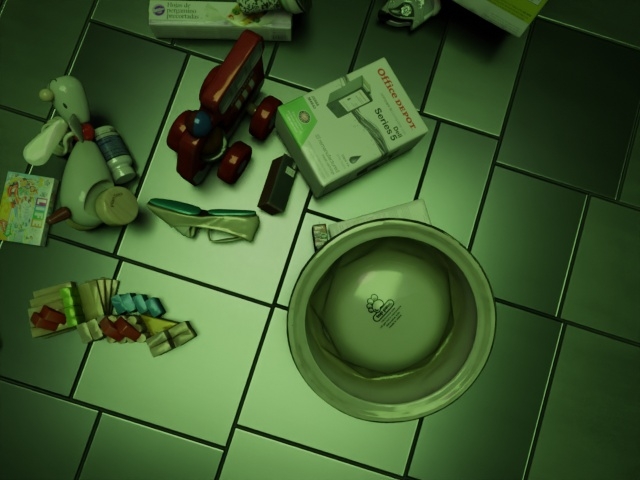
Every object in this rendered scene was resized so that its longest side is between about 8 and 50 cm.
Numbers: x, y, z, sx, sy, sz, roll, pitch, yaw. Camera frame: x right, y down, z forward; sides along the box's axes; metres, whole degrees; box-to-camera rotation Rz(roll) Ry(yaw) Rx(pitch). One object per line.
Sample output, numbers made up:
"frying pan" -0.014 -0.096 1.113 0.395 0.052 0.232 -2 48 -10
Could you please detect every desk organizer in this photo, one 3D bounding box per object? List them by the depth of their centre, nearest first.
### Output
"desk organizer" -0.096 -0.126 1.180 0.047 0.050 0.130 30 64 -32

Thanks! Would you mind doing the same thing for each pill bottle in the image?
"pill bottle" -0.463 -0.189 1.164 0.067 0.067 0.120 -29 85 -5

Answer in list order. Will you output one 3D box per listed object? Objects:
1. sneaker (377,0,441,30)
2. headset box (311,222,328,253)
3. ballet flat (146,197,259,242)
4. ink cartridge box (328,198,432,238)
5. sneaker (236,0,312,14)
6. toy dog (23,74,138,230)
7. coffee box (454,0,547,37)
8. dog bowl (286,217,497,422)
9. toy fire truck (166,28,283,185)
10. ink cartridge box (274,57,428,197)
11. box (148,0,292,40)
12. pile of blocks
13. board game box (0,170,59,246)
"sneaker" 0.167 -0.593 1.231 0.132 0.086 0.228 -43 88 -4
"headset box" 0.000 0.000 1.164 0.032 0.062 0.083 -6 83 -4
"ballet flat" -0.261 -0.038 1.154 0.249 0.086 0.086 7 83 -2
"ink cartridge box" 0.149 0.021 1.179 0.225 0.056 0.180 -16 84 3
"sneaker" -0.141 -0.676 1.178 0.182 0.158 0.409 -12 67 10
"toy dog" -0.520 -0.156 1.069 0.220 0.161 0.333 -35 85 33
"coffee box" 0.406 -0.715 1.084 0.338 0.334 0.337 30 62 1
"dog bowl" 0.136 0.151 1.074 0.409 0.150 0.407 0 97 -1
"toy fire truck" -0.210 -0.263 1.089 0.169 0.254 0.302 32 83 2
"ink cartridge box" 0.066 -0.249 1.158 0.273 0.115 0.198 -29 86 -11
"box" -0.227 -0.510 1.212 0.325 0.067 0.062 0 82 -2
"pile of blocks" -0.447 0.156 1.102 0.363 0.112 0.148 9 83 -2
"board game box" -0.654 -0.070 1.162 0.104 0.026 0.153 8 83 -2
